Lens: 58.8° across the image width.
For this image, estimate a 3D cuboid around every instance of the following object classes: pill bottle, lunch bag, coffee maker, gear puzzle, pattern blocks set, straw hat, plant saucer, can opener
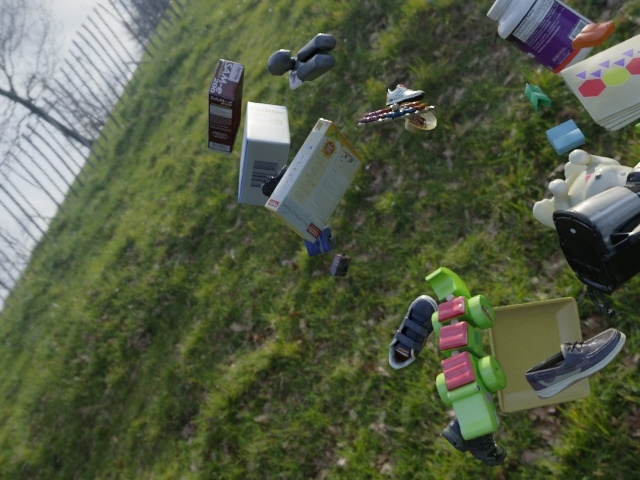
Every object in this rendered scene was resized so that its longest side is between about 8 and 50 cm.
[{"bbox_3d":[0.696,-0.676,1.795,0.181,0.323,0.181,-56,1,1],"label":"pill bottle"},{"bbox_3d":[0.000,0.000,1.423,0.065,0.067,0.098,-15,5,13],"label":"lunch bag"},{"bbox_3d":[0.438,-0.015,0.795,0.178,0.171,0.120,-30,42,-5],"label":"coffee maker"},{"bbox_3d":[0.243,-0.387,1.668,0.176,0.044,0.339,-5,15,29],"label":"gear puzzle"},{"bbox_3d":[0.511,-0.268,0.928,0.325,0.026,0.285,-17,53,19],"label":"pattern blocks set"},{"bbox_3d":[0.313,-0.392,1.892,0.144,0.145,0.061,-69,3,-47],"label":"straw hat"},{"bbox_3d":[0.700,0.369,1.869,0.081,0.333,0.332,152,112,-76],"label":"plant saucer"},{"bbox_3d":[-0.050,-0.384,1.232,0.283,0.095,0.075,-159,70,-73],"label":"can opener"}]

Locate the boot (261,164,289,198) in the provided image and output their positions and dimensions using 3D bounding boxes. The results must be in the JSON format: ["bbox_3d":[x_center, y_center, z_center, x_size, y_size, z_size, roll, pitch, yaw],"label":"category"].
[{"bbox_3d":[-0.085,-0.128,1.447,0.099,0.121,0.045,-35,24,32],"label":"boot"}]

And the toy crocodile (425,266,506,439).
[{"bbox_3d":[0.268,0.203,1.079,0.115,0.105,0.340,-27,44,32],"label":"toy crocodile"}]

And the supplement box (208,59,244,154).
[{"bbox_3d":[-0.262,-0.361,1.567,0.239,0.073,0.130,111,171,-59],"label":"supplement box"}]

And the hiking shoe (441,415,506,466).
[{"bbox_3d":[0.438,0.529,1.534,0.114,0.227,0.086,-58,27,6],"label":"hiking shoe"}]

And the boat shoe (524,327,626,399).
[{"bbox_3d":[0.690,0.324,1.553,0.285,0.092,0.103,-43,-1,21],"label":"boat shoe"}]

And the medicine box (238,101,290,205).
[{"bbox_3d":[-0.204,-0.308,2.028,0.289,0.149,0.263,-99,18,-51],"label":"medicine box"}]

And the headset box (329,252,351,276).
[{"bbox_3d":[0.073,0.086,2.047,0.032,0.062,0.083,24,102,38],"label":"headset box"}]

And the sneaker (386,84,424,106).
[{"bbox_3d":[0.310,-0.545,2.098,0.161,0.057,0.075,-5,85,45],"label":"sneaker"}]

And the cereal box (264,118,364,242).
[{"bbox_3d":[-0.009,-0.132,1.306,0.047,0.173,0.240,26,80,38],"label":"cereal box"}]

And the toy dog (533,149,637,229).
[{"bbox_3d":[0.964,-0.126,1.942,0.284,0.395,0.408,-43,-9,1],"label":"toy dog"}]

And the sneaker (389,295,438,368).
[{"bbox_3d":[0.357,0.367,2.193,0.127,0.126,0.321,-29,-40,-53],"label":"sneaker"}]
